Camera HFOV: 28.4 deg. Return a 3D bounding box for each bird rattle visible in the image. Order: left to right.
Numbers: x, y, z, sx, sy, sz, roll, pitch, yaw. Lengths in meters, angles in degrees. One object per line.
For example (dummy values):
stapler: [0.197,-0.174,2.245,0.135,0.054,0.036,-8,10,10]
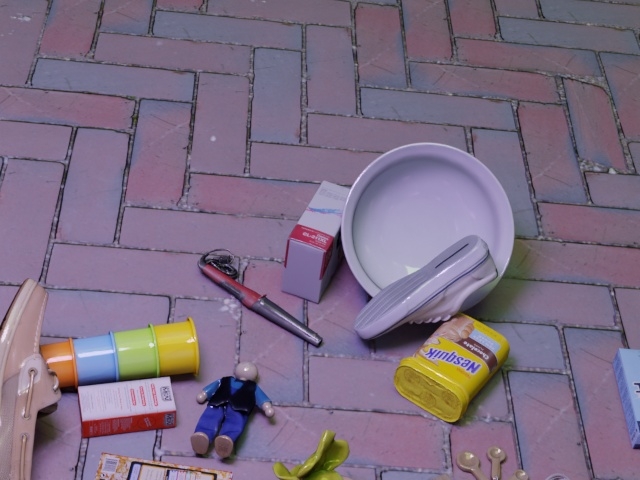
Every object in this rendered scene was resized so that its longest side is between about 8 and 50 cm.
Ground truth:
bird rattle: [0.002,0.399,1.753,0.207,0.143,0.253,28,46,-3]

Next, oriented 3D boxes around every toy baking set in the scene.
toy baking set: [0.283,0.392,1.872,0.256,0.030,0.197,25,44,17]

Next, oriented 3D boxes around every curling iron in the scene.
curling iron: [-0.102,0.094,2.131,0.274,0.035,0.068,35,48,26]

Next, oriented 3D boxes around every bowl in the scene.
bowl: [0.178,-0.015,2.183,0.298,0.297,0.134,7,-2,-3]

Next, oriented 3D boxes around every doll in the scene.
doll: [-0.133,0.255,1.940,0.129,0.046,0.189,7,35,11]

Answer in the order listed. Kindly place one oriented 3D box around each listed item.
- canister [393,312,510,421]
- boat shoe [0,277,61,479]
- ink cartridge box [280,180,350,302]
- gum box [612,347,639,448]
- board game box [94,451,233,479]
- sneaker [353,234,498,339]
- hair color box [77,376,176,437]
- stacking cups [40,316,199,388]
canister: [0.215,0.200,2.042,0.126,0.073,0.170,29,44,21]
boat shoe: [-0.434,0.224,1.826,0.110,0.122,0.341,16,69,-15]
ink cartridge box: [0.000,0.000,2.183,0.072,0.127,0.175,18,43,11]
gum box: [0.573,0.261,2.060,0.157,0.041,0.184,5,43,-5]
board game box: [-0.230,0.382,1.783,0.194,0.045,0.146,9,41,0]
sneaker: [0.178,0.098,2.069,0.258,0.091,0.094,-33,21,5]
hair color box: [-0.294,0.252,1.916,0.141,0.043,0.072,-5,44,-13]
stacking cups: [-0.350,0.178,1.953,0.316,0.096,0.096,-4,43,-13]
